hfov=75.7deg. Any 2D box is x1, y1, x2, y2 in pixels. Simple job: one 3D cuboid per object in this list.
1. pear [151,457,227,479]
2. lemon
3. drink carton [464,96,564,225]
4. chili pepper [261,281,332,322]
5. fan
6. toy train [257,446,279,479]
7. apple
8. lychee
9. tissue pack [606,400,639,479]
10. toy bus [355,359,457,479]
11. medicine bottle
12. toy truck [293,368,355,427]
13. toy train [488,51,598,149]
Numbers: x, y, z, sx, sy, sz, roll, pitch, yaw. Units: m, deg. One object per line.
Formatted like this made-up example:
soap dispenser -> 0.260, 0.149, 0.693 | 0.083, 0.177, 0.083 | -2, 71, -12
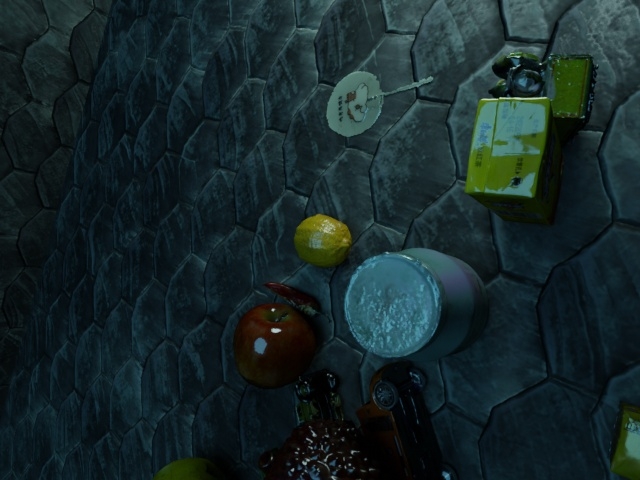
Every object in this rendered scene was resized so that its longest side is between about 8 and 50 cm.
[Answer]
pear -> -0.398, 0.799, 1.220 | 0.293, 0.294, 0.295 | -4, 82, 33
lemon -> 0.000, 0.000, 1.118 | 0.187, 0.142, 0.143 | 19, 95, 39
drink carton -> 0.368, -0.126, 0.757 | 0.111, 0.351, 0.155 | 9, 90, 34
chili pepper -> -0.070, 0.170, 1.204 | 0.267, 0.059, 0.050 | 22, 59, 36
fan -> 0.151, -0.398, 1.140 | 0.328, 0.009, 0.191 | -5, 81, 34
toy train -> -0.071, 0.656, 1.083 | 0.225, 0.090, 0.138 | -3, 106, 50
apple -> -0.132, 0.294, 1.130 | 0.229, 0.229, 0.230 | -4, 82, 33
lychee -> 0.017, 0.526, 0.821 | 0.329, 0.306, 0.307 | 24, 98, 16
tissue pack -> 0.603, 0.370, 0.706 | 0.169, 0.082, 0.120 | 14, 91, 34
toy bus -> 0.183, 0.454, 0.943 | 0.153, 0.142, 0.330 | -27, 73, 39
medicine bottle -> 0.203, 0.137, 0.876 | 0.244, 0.289, 0.246 | -5, 81, 33
toy truck -> 0.002, 0.477, 1.077 | 0.127, 0.127, 0.258 | -31, 68, 43
toy train -> 0.418, -0.265, 0.806 | 0.177, 0.260, 0.134 | 8, 90, 21
